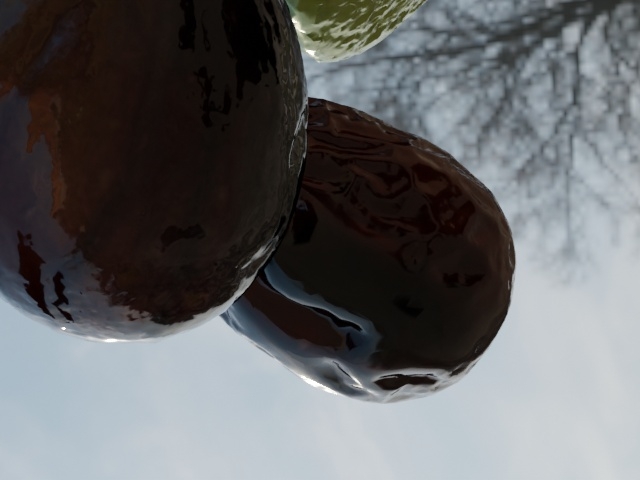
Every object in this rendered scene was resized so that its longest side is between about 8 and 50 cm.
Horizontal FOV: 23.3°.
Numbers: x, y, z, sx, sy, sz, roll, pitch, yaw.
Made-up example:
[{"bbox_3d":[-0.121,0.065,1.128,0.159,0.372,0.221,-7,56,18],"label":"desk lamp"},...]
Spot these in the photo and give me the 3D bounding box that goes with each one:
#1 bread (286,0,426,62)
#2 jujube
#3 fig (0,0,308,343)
[{"bbox_3d":[0.002,-0.365,1.336,0.348,0.308,0.348,-47,-15,-17],"label":"bread"},{"bbox_3d":[0.000,0.000,0.893,0.236,0.168,0.168,27,-117,-29],"label":"jujube"},{"bbox_3d":[-0.079,-0.086,0.659,0.186,0.204,0.249,-12,-38,-50],"label":"fig"}]
